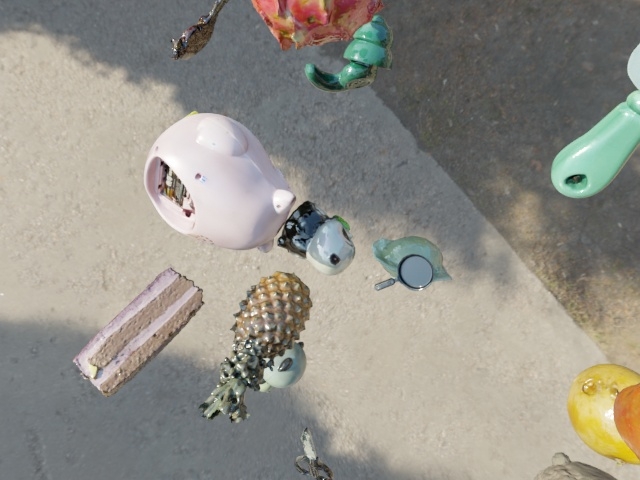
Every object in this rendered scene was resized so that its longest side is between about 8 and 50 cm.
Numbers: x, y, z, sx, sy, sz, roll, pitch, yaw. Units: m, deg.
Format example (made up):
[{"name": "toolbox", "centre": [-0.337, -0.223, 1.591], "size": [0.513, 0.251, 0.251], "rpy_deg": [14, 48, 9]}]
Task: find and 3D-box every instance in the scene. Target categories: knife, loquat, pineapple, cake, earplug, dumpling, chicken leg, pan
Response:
[{"name": "knife", "centre": [0.288, -0.141, 0.365], "size": [0.063, 0.260, 0.035], "rpy_deg": [28, 45, 6]}, {"name": "loquat", "centre": [0.443, 0.257, 0.641], "size": [0.141, 0.141, 0.141], "rpy_deg": [1, 75, -5]}, {"name": "pineapple", "centre": [-0.135, 0.224, 0.945], "size": [0.175, 0.175, 0.361], "rpy_deg": [25, 41, 2]}, {"name": "cake", "centre": [-0.367, 0.188, 0.874], "size": [0.116, 0.113, 0.295], "rpy_deg": [42, 84, -2]}, {"name": "earplug", "centre": [0.114, -0.608, 1.430], "size": [0.257, 0.164, 0.280], "rpy_deg": [26, 112, 5]}, {"name": "dumpling", "centre": [0.387, 0.081, 1.831], "size": [0.320, 0.270, 0.212], "rpy_deg": [-7, 82, 10]}, {"name": "chicken leg", "centre": [-0.336, -0.602, 1.219], "size": [0.051, 0.106, 0.253], "rpy_deg": [33, 78, -4]}, {"name": "pan", "centre": [0.303, 0.133, 1.582], "size": [0.235, 0.028, 0.136], "rpy_deg": [-24, 86, 25]}]

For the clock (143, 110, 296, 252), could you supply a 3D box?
[{"name": "clock", "centre": [-0.265, -0.129, 1.142], "size": [0.376, 0.368, 0.250], "rpy_deg": [37, 50, 3]}]

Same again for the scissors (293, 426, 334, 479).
[{"name": "scissors", "centre": [-0.023, 0.523, 1.052], "size": [0.109, 0.300, 0.022], "rpy_deg": [12, 47, 16]}]

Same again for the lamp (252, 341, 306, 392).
[{"name": "lamp", "centre": [-0.165, 0.487, 1.670], "size": [0.244, 0.197, 0.198], "rpy_deg": [-39, 80, 26]}]

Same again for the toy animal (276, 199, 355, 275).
[{"name": "toy animal", "centre": [0.007, -0.006, 1.533], "size": [0.266, 0.212, 0.213], "rpy_deg": [30, 74, 17]}]

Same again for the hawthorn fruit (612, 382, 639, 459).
[{"name": "hawthorn fruit", "centre": [0.417, 0.224, 0.491], "size": [0.132, 0.133, 0.138], "rpy_deg": [-14, 76, -9]}]

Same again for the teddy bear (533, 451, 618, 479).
[{"name": "teddy bear", "centre": [0.423, 0.436, 0.643], "size": [0.236, 0.267, 0.151], "rpy_deg": [-23, 88, 3]}]

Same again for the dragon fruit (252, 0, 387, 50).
[{"name": "dragon fruit", "centre": [0.015, -0.410, 0.662], "size": [0.268, 0.210, 0.205], "rpy_deg": [-16, 62, -16]}]
